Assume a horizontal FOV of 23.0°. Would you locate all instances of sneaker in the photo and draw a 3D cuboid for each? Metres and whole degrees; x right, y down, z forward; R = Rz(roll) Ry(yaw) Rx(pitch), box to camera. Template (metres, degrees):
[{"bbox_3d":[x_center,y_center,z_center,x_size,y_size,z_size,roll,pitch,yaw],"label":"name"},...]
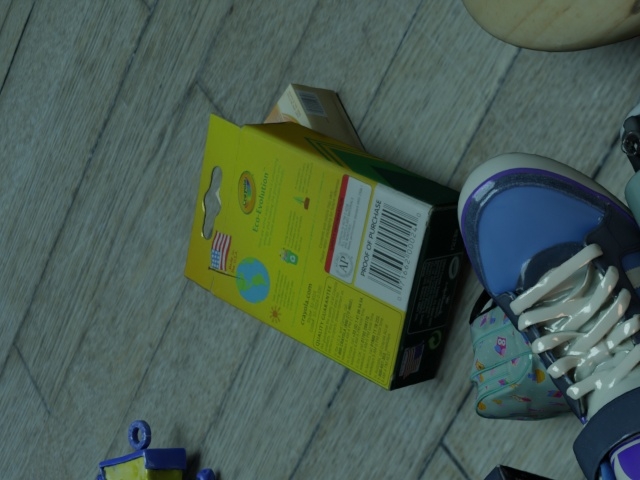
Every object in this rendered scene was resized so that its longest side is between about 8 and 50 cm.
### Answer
[{"bbox_3d":[0.223,0.096,1.170,0.130,0.323,0.236,-35,17,17],"label":"sneaker"}]

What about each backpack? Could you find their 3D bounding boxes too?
[{"bbox_3d":[0.201,0.094,1.396,0.182,0.152,0.115,142,139,-60],"label":"backpack"}]

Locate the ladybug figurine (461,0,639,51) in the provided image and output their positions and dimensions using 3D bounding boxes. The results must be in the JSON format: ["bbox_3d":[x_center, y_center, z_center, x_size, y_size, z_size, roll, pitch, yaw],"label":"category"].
[{"bbox_3d":[0.286,-0.324,1.335,0.449,0.162,0.305,-35,58,45],"label":"ladybug figurine"}]

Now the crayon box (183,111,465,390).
[{"bbox_3d":[0.000,0.000,1.655,0.319,0.081,0.202,27,114,36],"label":"crayon box"}]

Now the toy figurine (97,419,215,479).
[{"bbox_3d":[-0.223,0.317,1.904,0.362,0.191,0.217,-24,60,48],"label":"toy figurine"}]

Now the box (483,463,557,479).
[{"bbox_3d":[0.155,0.387,1.195,0.294,0.183,0.296,-53,36,26],"label":"box"}]

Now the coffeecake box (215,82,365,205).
[{"bbox_3d":[-0.031,-0.062,1.798,0.185,0.068,0.142,-53,47,34],"label":"coffeecake box"}]

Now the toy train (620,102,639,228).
[{"bbox_3d":[0.340,0.025,1.177,0.142,0.190,0.334,-46,50,39],"label":"toy train"}]
